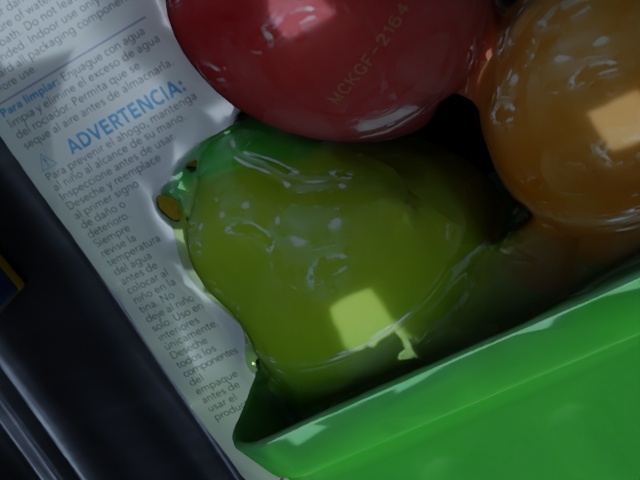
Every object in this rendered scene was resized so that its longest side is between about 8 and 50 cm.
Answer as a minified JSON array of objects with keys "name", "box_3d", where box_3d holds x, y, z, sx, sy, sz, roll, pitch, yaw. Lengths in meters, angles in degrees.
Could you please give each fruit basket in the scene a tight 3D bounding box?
[{"name":"fruit basket","box_3d":[0.044,-0.060,0.567,0.327,0.165,0.353,-27,102,22]}]

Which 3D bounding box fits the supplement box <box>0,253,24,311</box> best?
[{"name":"supplement box","box_3d":[-0.369,-0.026,0.807,0.195,0.194,0.356,-28,107,34]}]

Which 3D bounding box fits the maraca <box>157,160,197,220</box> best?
[{"name":"maraca","box_3d":[0.000,0.000,0.731,0.186,0.099,0.127,11,142,4]}]
